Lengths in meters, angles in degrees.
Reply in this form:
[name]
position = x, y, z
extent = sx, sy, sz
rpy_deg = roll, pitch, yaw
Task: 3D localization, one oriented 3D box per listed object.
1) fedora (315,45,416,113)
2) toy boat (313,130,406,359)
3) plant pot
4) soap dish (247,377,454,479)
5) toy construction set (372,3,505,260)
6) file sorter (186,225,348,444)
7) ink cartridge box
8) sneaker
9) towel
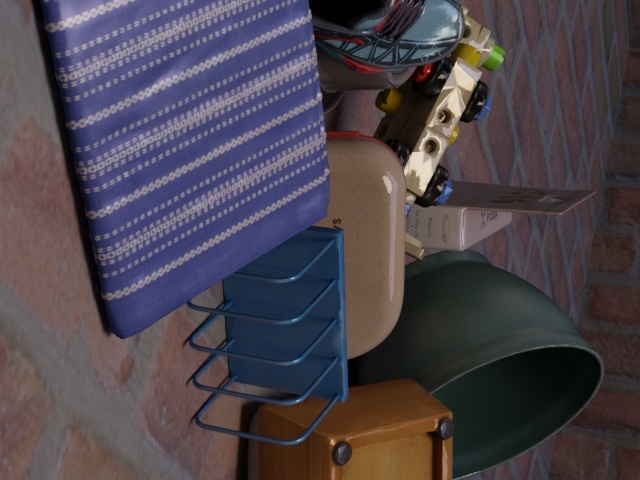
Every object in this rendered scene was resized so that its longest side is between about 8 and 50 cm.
[fedora]
position = 0.047, -0.259, 1.337
extent = 0.243, 0.124, 0.276
rpy_deg = 36, 62, -69
[toy boat]
position = 0.000, 0.000, 1.316
extent = 0.151, 0.151, 0.231
rpy_deg = -121, -149, -73
[plant pot]
position = 0.165, 0.137, 1.622
extent = 0.293, 0.293, 0.196
rpy_deg = 65, 0, -57
[soap dish]
position = 0.037, 0.299, 1.371
extent = 0.229, 0.118, 0.291
rpy_deg = -3, 94, -45
[toy construction set]
position = 0.093, -0.127, 1.479
extent = 0.215, 0.151, 0.328
rpy_deg = 15, -87, 65
[file sorter]
position = -0.050, 0.079, 1.186
extent = 0.104, 0.118, 0.170
rpy_deg = -44, 137, -57
[ink cartridge box]
position = 0.209, -0.032, 1.703
extent = 0.275, 0.238, 0.060
rpy_deg = -21, 115, -68
[sneaker]
position = 0.036, -0.199, 1.166
extent = 0.261, 0.125, 0.104
rpy_deg = 9, 100, -36
[towel]
position = -0.095, -0.113, 1.015
extent = 0.243, 0.040, 0.336
rpy_deg = -33, 130, -36
